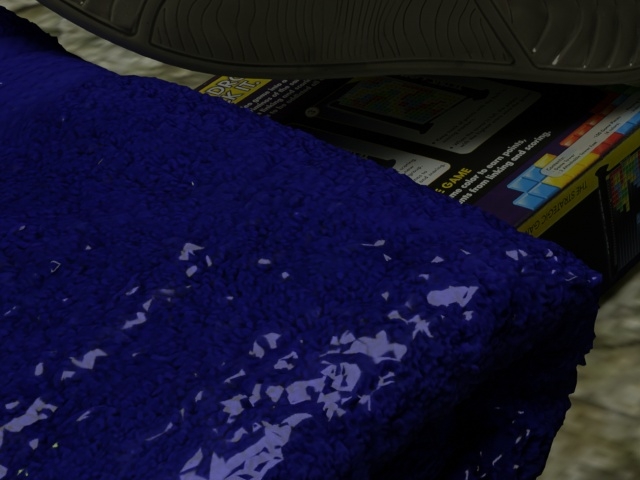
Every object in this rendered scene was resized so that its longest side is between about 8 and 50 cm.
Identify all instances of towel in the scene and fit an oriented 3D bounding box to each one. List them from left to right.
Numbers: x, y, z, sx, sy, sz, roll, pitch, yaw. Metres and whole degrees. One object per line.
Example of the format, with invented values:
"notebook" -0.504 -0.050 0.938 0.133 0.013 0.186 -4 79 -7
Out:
"towel" -0.114 0.028 0.468 0.308 0.076 0.227 25 62 40

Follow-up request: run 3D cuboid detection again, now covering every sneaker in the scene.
"sneaker" -0.007 -0.091 0.581 0.222 0.083 0.118 10 10 -17

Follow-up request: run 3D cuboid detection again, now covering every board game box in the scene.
"board game box" 0.000 0.000 0.570 0.141 0.048 0.170 17 40 38
